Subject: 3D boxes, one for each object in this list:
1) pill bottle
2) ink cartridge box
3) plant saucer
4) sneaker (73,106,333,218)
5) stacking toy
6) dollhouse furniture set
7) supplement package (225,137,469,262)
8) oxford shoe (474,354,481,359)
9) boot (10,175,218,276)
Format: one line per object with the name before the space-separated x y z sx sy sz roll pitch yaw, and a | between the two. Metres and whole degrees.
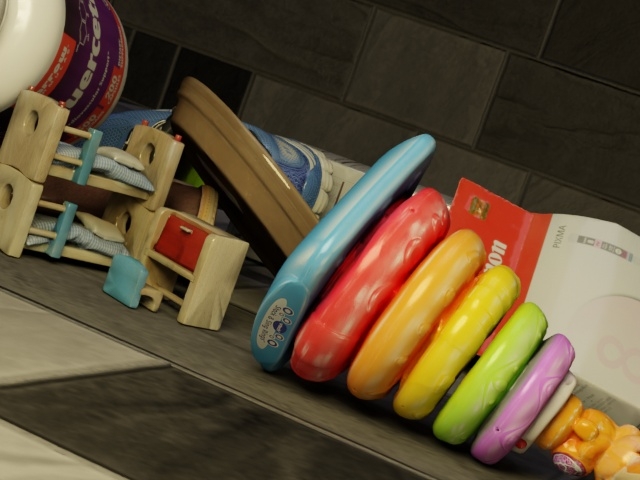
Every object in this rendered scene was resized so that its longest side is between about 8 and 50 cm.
pill bottle | -0.288 -0.181 1.330 0.182 0.181 0.323 20 -1 7
ink cartridge box | 0.220 0.048 1.422 0.232 0.189 0.066 31 -38 -10
plant saucer | -0.050 -0.024 1.364 0.278 0.041 0.278 52 -7 9
sneaker | -0.151 -0.094 1.612 0.330 0.129 0.147 8 -14 34
stacking toy | 0.115 0.089 1.068 0.302 0.166 0.175 37 -34 8
dollhouse furniture set | -0.159 -0.028 1.211 0.129 0.128 0.184 14 8 -43
supplement package | 0.037 -0.015 1.700 0.244 0.139 0.134 22 7 13
oxford shoe | 0.174 0.066 1.527 0.348 0.123 0.130 20 -3 -20
boot | -0.205 -0.023 1.399 0.207 0.090 0.248 6 10 -13
